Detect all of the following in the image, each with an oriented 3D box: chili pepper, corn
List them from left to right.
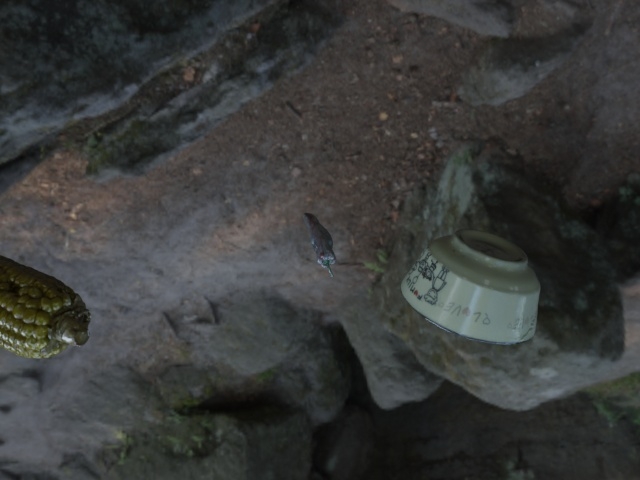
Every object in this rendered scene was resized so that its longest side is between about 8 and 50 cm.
[{"bbox_3d":[-0.455,0.077,0.969,0.322,0.119,0.119,22,161,23],"label":"corn"},{"bbox_3d":[0.001,0.000,1.319,0.041,0.153,0.050,-2,141,-21],"label":"chili pepper"}]

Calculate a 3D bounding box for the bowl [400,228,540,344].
[{"bbox_3d":[0.267,0.062,1.166,0.238,0.238,0.126,7,113,-24],"label":"bowl"}]
